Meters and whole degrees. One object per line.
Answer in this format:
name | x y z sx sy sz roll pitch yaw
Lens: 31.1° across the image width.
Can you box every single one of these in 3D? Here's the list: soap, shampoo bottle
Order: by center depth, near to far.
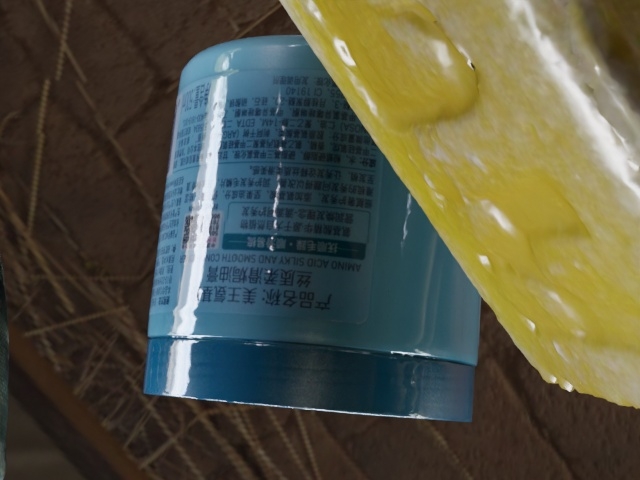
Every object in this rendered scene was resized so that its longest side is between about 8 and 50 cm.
soap | 0.115 -0.089 0.529 0.156 0.293 0.335 -35 98 -7
shampoo bottle | 0.000 0.000 1.165 0.331 0.331 0.342 3 82 12

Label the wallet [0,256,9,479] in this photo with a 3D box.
wallet | -0.265 -0.052 0.468 0.075 0.237 0.342 -37 125 4
